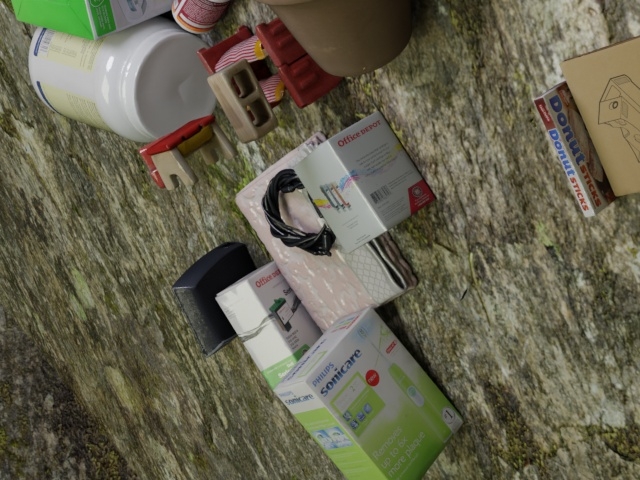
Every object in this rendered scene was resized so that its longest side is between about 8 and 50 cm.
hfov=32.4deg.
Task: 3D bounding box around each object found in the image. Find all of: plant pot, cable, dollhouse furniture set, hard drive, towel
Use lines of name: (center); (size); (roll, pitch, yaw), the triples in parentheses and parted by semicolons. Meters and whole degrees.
plant pot: (0.028, -0.367, 1.571); (0.263, 0.263, 0.229); (20, 150, 41)
cable: (-0.042, -0.054, 1.954); (0.184, 0.047, 0.150); (28, 134, 37)
dollhouse furniture set: (-0.163, -0.228, 1.769); (0.201, 0.374, 0.152); (-9, 114, 51)
hard drive: (-0.189, 0.108, 2.185); (0.054, 0.255, 0.172); (-19, 102, 27)
towel: (0.000, 0.000, 2.027); (0.332, 0.053, 0.317); (57, 146, 1)

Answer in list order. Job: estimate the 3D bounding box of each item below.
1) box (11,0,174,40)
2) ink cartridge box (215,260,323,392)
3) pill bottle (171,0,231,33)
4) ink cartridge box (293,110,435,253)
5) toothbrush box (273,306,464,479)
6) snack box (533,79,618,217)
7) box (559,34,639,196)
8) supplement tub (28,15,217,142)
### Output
box: (-0.400, -0.474, 1.982); (0.262, 0.231, 0.126); (20, 130, 40)
ink cartridge box: (-0.083, 0.159, 2.143); (0.093, 0.160, 0.219); (-31, 92, 30)
pill bottle: (-0.193, -0.429, 1.894); (0.086, 0.086, 0.152); (54, 145, 4)
ink cartridge box: (0.069, -0.095, 1.800); (0.176, 0.128, 0.127); (58, 146, 0)
toothbrush box: (0.089, 0.297, 1.977); (0.283, 0.206, 0.122); (51, 146, -8)
snack box: (0.349, -0.124, 1.493); (0.022, 0.064, 0.178); (-12, 107, 55)
box: (0.412, -0.160, 1.427); (0.164, 0.021, 0.201); (-11, 108, 53)
supplement tub: (-0.367, -0.314, 2.064); (0.325, 0.235, 0.235); (21, 132, 40)
